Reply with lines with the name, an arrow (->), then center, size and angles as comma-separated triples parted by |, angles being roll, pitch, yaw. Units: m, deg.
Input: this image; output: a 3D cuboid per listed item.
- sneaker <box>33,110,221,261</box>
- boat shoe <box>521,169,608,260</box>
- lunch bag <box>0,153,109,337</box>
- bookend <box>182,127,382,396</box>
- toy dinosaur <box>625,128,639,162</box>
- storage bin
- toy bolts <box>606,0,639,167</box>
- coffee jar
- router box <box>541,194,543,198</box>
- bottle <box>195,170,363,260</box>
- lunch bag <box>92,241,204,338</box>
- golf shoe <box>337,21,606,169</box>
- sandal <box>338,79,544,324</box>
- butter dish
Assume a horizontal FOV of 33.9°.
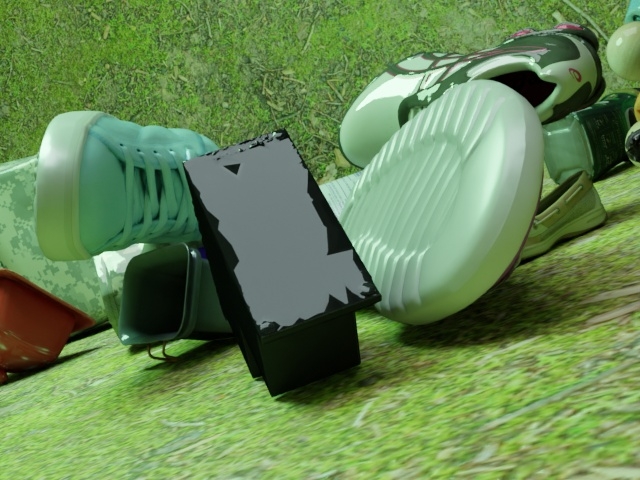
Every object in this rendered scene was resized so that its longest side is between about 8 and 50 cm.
sneaker -> -0.150, -0.057, 0.991 | 0.150, 0.135, 0.366 | -1, 9, 8
boat shoe -> 0.173, -0.015, 0.862 | 0.153, 0.048, 0.056 | -21, 4, -28
lunch bag -> -0.428, 0.014, 1.625 | 0.256, 0.305, 0.212 | -22, 6, 12
bookend -> -0.020, 0.041, 0.675 | 0.072, 0.156, 0.157 | -19, 47, -10
toy dinosaur -> 0.410, -0.125, 0.906 | 0.322, 0.164, 0.218 | -1, 14, -13
storage bin -> -0.114, 0.063, 0.955 | 0.091, 0.098, 0.135 | 12, -15, -32
toy bolts -> 0.396, -0.169, 1.079 | 0.158, 0.228, 0.218 | -46, 33, -13
coffee jar -> 0.361, -0.135, 1.338 | 0.184, 0.096, 0.079 | -21, 7, -40
router box -> 0.150, -0.035, 0.932 | 0.038, 0.092, 0.122 | -17, 5, 42
bottle -> 0.000, 0.000, 1.072 | 0.283, 0.092, 0.118 | -20, 34, -4
lunch bag -> -0.146, 0.011, 1.249 | 0.235, 0.168, 0.287 | -15, 11, -9
golf shoe -> 0.119, -0.126, 0.962 | 0.273, 0.105, 0.120 | -18, 10, 31
sandal -> 0.094, -0.014, 0.769 | 0.102, 0.169, 0.416 | 21, -4, -10
butter dish -> -0.393, 0.122, 1.308 | 0.160, 0.118, 0.160 | -16, -39, 35
